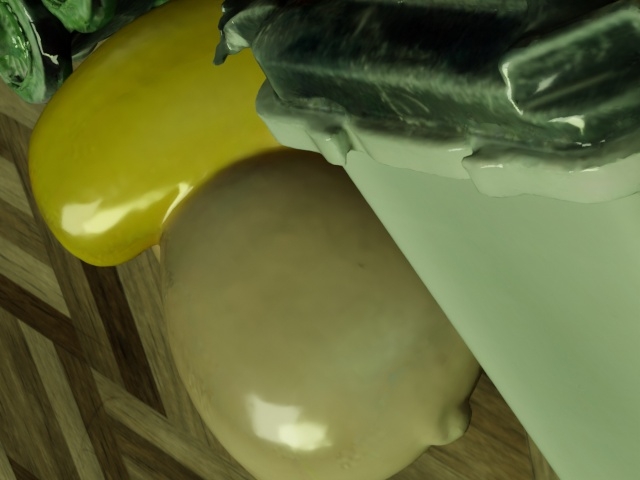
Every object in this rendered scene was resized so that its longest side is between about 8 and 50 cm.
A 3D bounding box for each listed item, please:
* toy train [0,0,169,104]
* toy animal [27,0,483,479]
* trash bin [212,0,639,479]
[{"bbox_3d":[-0.168,-0.241,1.199,0.249,0.173,0.307,58,154,5],"label":"toy train"},{"bbox_3d":[0.019,-0.012,1.144,0.345,0.277,0.247,49,-178,25],"label":"toy animal"},{"bbox_3d":[0.158,-0.020,0.880,0.296,0.256,0.367,13,141,50],"label":"trash bin"}]
